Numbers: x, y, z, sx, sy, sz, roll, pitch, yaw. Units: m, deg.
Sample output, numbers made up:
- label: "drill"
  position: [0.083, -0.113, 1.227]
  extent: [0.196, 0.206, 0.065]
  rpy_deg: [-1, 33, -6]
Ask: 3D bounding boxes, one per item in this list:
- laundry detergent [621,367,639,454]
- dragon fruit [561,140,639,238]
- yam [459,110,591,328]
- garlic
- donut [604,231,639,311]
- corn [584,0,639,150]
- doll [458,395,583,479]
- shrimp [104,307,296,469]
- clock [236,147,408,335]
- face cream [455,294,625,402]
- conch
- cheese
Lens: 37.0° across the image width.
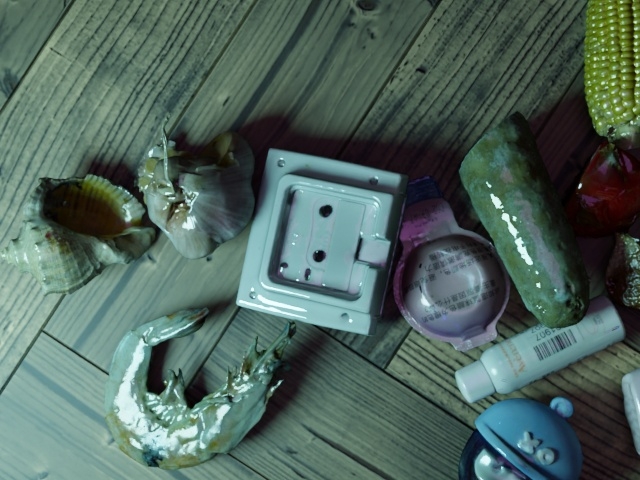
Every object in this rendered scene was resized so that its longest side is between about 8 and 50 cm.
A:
- label: "laundry detergent"
  position: [0.649, 0.245, 1.487]
  extent: [0.335, 0.088, 0.159]
  rpy_deg: [-10, 89, 1]
- label: "dragon fruit"
  position: [0.440, -0.057, 1.480]
  extent: [0.120, 0.127, 0.161]
  rpy_deg: [34, 90, 10]
- label: "yam"
  position: [0.315, -0.023, 1.459]
  extent: [0.133, 0.133, 0.330]
  rpy_deg: [-23, 82, 1]
- label: "garlic"
  position: [-0.217, -0.104, 1.459]
  extent: [0.207, 0.207, 0.256]
  rpy_deg: [-36, 133, 1]
- label: "donut"
  position: [0.574, 0.102, 1.469]
  extent: [0.295, 0.151, 0.112]
  rpy_deg: [40, 110, 32]
- label: "corn"
  position: [0.473, -0.310, 1.476]
  extent: [0.130, 0.130, 0.347]
  rpy_deg: [0, 87, 1]
- label: "doll"
  position: [0.284, 0.367, 1.468]
  extent: [0.177, 0.141, 0.314]
  rpy_deg: [36, 94, 6]
- label: "shrimp"
  position: [-0.190, 0.215, 1.496]
  extent: [0.360, 0.085, 0.247]
  rpy_deg: [-34, 89, 13]
- label: "clock"
  position: [0.000, 0.000, 1.476]
  extent: [0.231, 0.116, 0.262]
  rpy_deg: [13, 89, 10]
- label: "face cream"
  position: [0.339, 0.176, 1.497]
  extent: [0.269, 0.082, 0.082]
  rpy_deg: [-26, 89, 0]
- label: "conch"
  position: [-0.375, -0.012, 1.482]
  extent: [0.245, 0.163, 0.178]
  rpy_deg: [-8, 107, -28]
- label: "cheese"
  position: [0.192, 0.035, 1.506]
  extent: [0.189, 0.074, 0.286]
  rpy_deg: [-24, 76, -1]
